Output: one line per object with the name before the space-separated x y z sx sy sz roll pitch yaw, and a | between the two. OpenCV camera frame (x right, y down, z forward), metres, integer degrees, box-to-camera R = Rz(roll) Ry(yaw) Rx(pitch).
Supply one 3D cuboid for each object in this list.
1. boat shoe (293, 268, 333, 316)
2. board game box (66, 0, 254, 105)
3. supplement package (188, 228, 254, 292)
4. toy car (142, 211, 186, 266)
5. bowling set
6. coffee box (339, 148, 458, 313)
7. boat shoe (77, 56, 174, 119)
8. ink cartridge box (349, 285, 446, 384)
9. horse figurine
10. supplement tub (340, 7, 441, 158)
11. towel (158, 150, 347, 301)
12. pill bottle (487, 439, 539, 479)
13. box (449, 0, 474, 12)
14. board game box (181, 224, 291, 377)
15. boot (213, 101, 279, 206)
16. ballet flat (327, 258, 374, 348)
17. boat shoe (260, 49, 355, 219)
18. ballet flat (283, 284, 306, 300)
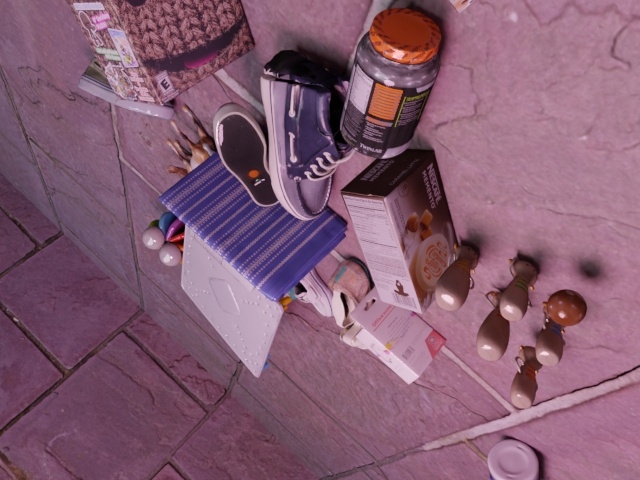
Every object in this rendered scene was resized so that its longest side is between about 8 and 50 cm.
boat shoe | -0.038 0.122 1.392 0.083 0.076 0.226 -1 127 52
board game box | -0.274 -0.410 0.884 0.141 0.232 0.291 18 140 38
supplement package | -0.156 -0.032 1.234 0.203 0.194 0.149 44 151 5
toy car | -0.460 -0.015 1.717 0.182 0.159 0.136 44 116 4
bowling set | 0.344 0.117 0.874 0.199 0.154 0.287 -26 105 40
coffee box | 0.146 -0.017 0.926 0.098 0.141 0.247 14 136 44
boat shoe | -0.476 -0.375 1.317 0.302 0.094 0.109 24 -171 22
ink cartridge box | 0.163 0.206 1.202 0.198 0.115 0.067 41 150 10
horse figurine | -0.315 -0.211 1.349 0.174 0.066 0.263 51 148 3
supplement tub | 0.098 -0.218 0.763 0.117 0.117 0.190 37 149 15
towel | -0.136 -0.052 1.138 0.336 0.243 0.040 40 153 11
pill bottle | 0.459 0.568 1.275 0.112 0.112 0.187 18 140 40
box | 0.140 -0.374 0.598 0.207 0.036 0.114 51 150 -9
board game box | -0.250 0.145 1.501 0.390 0.050 0.390 45 143 20
boot | -0.148 -0.203 1.052 0.244 0.088 0.176 66 -174 -53
ballet flat | 0.083 0.185 1.286 0.107 0.106 0.316 15 138 43
boat shoe | -0.005 -0.152 0.959 0.158 0.127 0.341 32 148 37
ballet flat | -0.128 0.147 1.525 0.247 0.087 0.083 -9 117 55
